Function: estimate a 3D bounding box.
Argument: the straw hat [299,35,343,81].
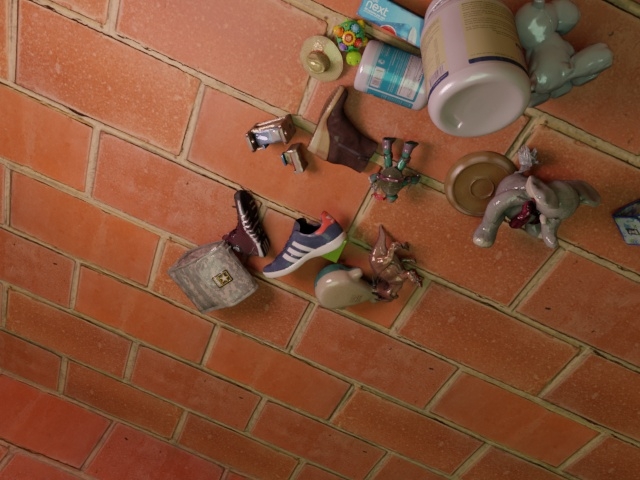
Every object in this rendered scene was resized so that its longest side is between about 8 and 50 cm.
[{"bbox_3d":[-0.009,-0.531,1.448,0.145,0.061,0.144,16,133,18],"label":"straw hat"}]

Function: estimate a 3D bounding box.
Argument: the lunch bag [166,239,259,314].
[{"bbox_3d":[-0.406,0.137,1.877,0.287,0.169,0.235,-19,115,34],"label":"lunch bag"}]

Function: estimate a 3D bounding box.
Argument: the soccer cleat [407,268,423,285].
[{"bbox_3d":[0.354,0.144,1.810,0.036,0.029,0.083,-22,110,33],"label":"soccer cleat"}]

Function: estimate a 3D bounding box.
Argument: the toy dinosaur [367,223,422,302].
[{"bbox_3d":[0.234,0.102,1.736,0.200,0.127,0.295,-25,102,21],"label":"toy dinosaur"}]

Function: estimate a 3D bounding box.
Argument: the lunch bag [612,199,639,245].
[{"bbox_3d":[1.010,-0.056,1.507,0.151,0.096,0.128,-21,117,39],"label":"lunch bag"}]

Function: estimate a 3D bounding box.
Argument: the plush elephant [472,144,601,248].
[{"bbox_3d":[0.656,-0.097,1.441,0.272,0.255,0.329,-1,113,-16],"label":"plush elephant"}]

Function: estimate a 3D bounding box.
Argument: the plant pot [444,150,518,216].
[{"bbox_3d":[0.524,-0.174,1.578,0.237,0.032,0.236,6,122,10],"label":"plant pot"}]

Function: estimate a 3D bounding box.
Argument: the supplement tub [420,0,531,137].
[{"bbox_3d":[0.374,-0.449,1.206,0.236,0.324,0.235,0,154,0],"label":"supplement tub"}]

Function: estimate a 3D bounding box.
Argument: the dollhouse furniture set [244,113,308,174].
[{"bbox_3d":[-0.141,-0.297,1.597,0.130,0.129,0.183,-11,117,19],"label":"dollhouse furniture set"}]

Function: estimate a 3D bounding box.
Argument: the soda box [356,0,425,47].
[{"bbox_3d":[0.211,-0.622,1.360,0.210,0.067,0.071,27,122,-3],"label":"soda box"}]

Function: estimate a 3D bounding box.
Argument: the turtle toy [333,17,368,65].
[{"bbox_3d":[0.090,-0.578,1.414,0.095,0.066,0.130,-8,118,17],"label":"turtle toy"}]

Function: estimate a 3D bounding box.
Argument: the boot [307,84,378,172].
[{"bbox_3d":[0.092,-0.352,1.556,0.207,0.090,0.248,19,122,-13],"label":"boot"}]

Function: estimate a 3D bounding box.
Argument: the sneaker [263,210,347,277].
[{"bbox_3d":[-0.083,0.008,1.729,0.350,0.131,0.148,-29,103,20],"label":"sneaker"}]

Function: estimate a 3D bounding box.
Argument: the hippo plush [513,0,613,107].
[{"bbox_3d":[0.583,-0.502,1.289,0.294,0.234,0.236,-20,86,-7],"label":"hippo plush"}]

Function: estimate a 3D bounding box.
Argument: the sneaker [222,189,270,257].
[{"bbox_3d":[-0.307,-0.049,1.801,0.163,0.106,0.281,-6,119,20],"label":"sneaker"}]

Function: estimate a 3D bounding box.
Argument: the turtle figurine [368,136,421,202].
[{"bbox_3d":[0.242,-0.210,1.577,0.175,0.118,0.234,9,116,8],"label":"turtle figurine"}]

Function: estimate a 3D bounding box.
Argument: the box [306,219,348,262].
[{"bbox_3d":[0.000,0.000,1.794,0.178,0.042,0.109,24,122,-1],"label":"box"}]

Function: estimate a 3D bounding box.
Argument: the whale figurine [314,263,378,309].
[{"bbox_3d":[0.106,0.169,1.839,0.272,0.141,0.216,6,128,-19],"label":"whale figurine"}]

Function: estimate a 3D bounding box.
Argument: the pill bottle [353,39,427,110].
[{"bbox_3d":[0.240,-0.466,1.400,0.264,0.146,0.146,20,123,0],"label":"pill bottle"}]
